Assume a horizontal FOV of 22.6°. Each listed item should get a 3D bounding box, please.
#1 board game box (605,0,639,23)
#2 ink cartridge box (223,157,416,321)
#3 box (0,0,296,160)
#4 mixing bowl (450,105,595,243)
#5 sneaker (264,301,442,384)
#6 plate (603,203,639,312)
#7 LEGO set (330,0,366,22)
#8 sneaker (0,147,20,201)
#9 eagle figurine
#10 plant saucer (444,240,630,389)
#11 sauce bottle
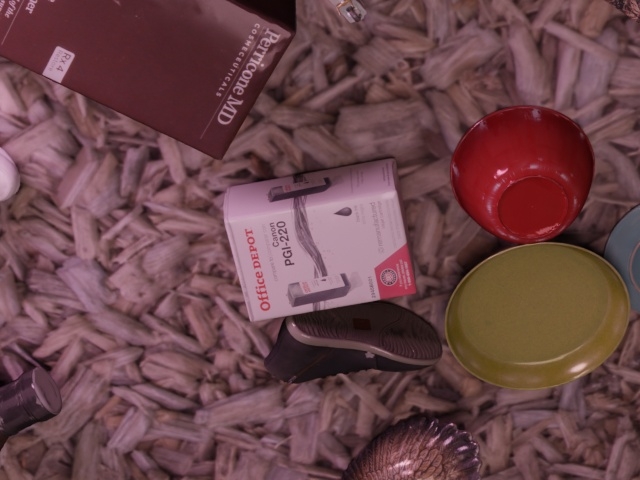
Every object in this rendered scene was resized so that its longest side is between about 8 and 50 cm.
[{"bbox_3d":[0.463,-0.319,1.766,0.291,0.141,0.232,30,118,-8],"label":"board game box"},{"bbox_3d":[0.000,0.000,1.998,0.218,0.092,0.158,-9,120,6],"label":"ink cartridge box"},{"bbox_3d":[-0.236,-0.267,1.813,0.381,0.143,0.191,24,117,-16],"label":"box"},{"bbox_3d":[0.253,-0.063,1.964,0.181,0.098,0.181,0,121,-1],"label":"mixing bowl"},{"bbox_3d":[0.041,0.142,2.102,0.222,0.083,0.118,12,141,-19],"label":"sneaker"},{"bbox_3d":[0.459,0.025,2.061,0.188,0.024,0.188,-1,120,-2],"label":"plate"},{"bbox_3d":[0.118,-0.367,1.805,0.287,0.107,0.132,-27,152,9],"label":"LEGO set"},{"bbox_3d":[-0.477,-0.087,1.922,0.232,0.115,0.090,18,118,-11],"label":"sneaker"},{"bbox_3d":[0.086,0.394,2.166,0.225,0.226,0.298,-16,146,-34],"label":"eagle figurine"},{"bbox_3d":[0.279,0.091,2.080,0.241,0.037,0.241,-2,125,-2],"label":"plant saucer"},{"bbox_3d":[-0.504,0.270,2.134,0.344,0.111,0.111,-25,118,12],"label":"sauce bottle"}]
